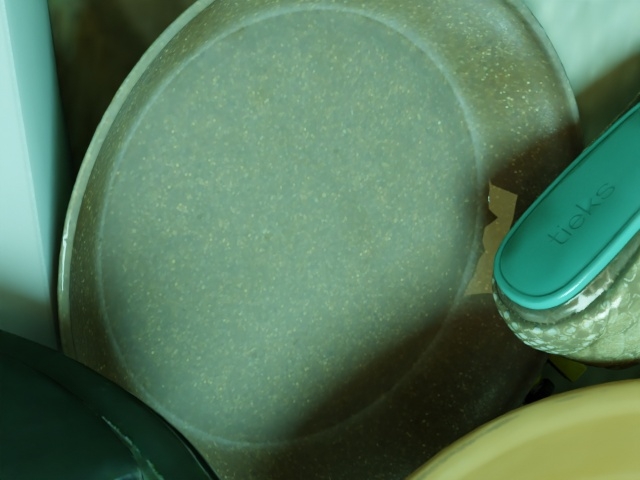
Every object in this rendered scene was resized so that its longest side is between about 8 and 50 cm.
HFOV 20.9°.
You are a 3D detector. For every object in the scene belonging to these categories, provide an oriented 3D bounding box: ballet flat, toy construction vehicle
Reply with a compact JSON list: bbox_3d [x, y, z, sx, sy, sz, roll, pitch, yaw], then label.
[{"bbox_3d":[0.141,-0.039,0.568,0.206,0.073,0.067,-44,132,4],"label":"ballet flat"},{"bbox_3d":[0.108,0.047,0.625,0.086,0.035,0.098,41,103,-6],"label":"toy construction vehicle"}]

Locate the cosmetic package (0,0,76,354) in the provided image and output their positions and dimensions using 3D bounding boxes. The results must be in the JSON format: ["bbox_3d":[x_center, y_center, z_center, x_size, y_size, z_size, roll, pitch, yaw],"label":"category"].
[{"bbox_3d":[-0.263,0.025,0.543,0.377,0.097,0.284,-4,125,-1],"label":"cosmetic package"}]

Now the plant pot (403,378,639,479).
[{"bbox_3d":[0.107,0.216,0.564,0.290,0.291,0.203,9,150,-6],"label":"plant pot"}]

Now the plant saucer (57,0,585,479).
[{"bbox_3d":[0.000,0.000,0.554,0.198,0.036,0.199,-12,112,-32],"label":"plant saucer"}]

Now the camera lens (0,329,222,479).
[{"bbox_3d":[-0.133,0.172,0.457,0.219,0.219,0.274,9,123,-6],"label":"camera lens"}]
